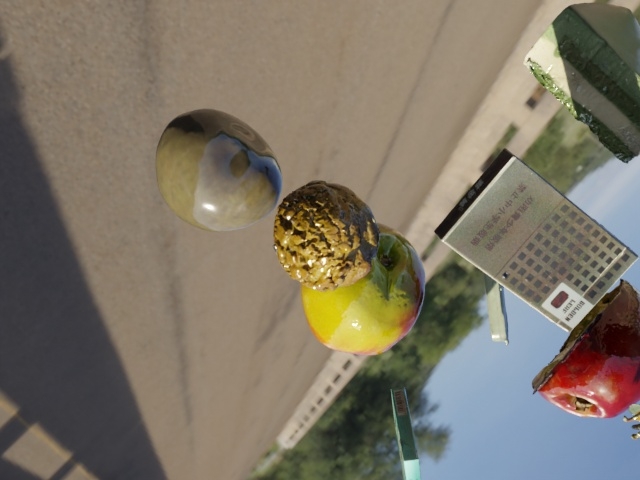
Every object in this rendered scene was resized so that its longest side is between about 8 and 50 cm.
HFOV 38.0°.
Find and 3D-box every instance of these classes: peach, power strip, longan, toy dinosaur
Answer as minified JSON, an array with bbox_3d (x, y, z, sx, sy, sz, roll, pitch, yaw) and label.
[{"bbox_3d":[0.071,0.082,1.569,0.231,0.231,0.231,-47,173,-7],"label":"peach"},{"bbox_3d":[0.450,0.129,2.389,0.048,0.285,0.080,-7,-178,18],"label":"power strip"},{"bbox_3d":[0.652,0.254,2.065,0.361,0.201,0.257,-45,170,-30],"label":"peach"},{"bbox_3d":[-0.197,-0.132,1.740,0.246,0.246,0.215,-54,-156,41],"label":"longan"},{"bbox_3d":[0.669,0.332,1.779,0.142,0.057,0.212,13,146,-44],"label":"toy dinosaur"}]

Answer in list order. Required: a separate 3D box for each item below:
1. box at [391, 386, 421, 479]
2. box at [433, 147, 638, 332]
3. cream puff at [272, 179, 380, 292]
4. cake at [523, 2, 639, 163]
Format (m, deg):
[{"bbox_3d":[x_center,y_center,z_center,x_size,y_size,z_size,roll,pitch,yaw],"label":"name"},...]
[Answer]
[{"bbox_3d":[0.206,0.488,2.224,0.229,0.042,0.162,-97,177,-53],"label":"box"},{"bbox_3d":[0.362,0.007,1.540,0.180,0.325,0.047,-51,-153,11],"label":"box"},{"bbox_3d":[0.000,0.000,1.202,0.115,0.150,0.165,-32,149,-21],"label":"cream puff"},{"bbox_3d":[0.494,-0.288,1.675,0.158,0.172,0.283,123,-33,-46],"label":"cake"}]
